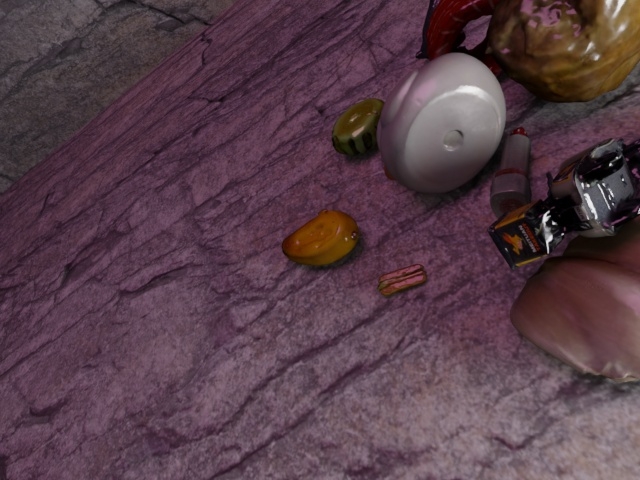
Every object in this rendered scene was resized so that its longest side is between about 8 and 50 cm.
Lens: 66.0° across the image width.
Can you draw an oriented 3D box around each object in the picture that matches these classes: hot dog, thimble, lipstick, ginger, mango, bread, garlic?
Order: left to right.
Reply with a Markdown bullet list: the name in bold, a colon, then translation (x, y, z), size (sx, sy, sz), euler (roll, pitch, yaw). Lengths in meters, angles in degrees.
- **mango**: translation (0.000, 0.000, 0.915), size (0.188, 0.066, 0.101), euler (-16, 54, 35)
- **bread**: translation (0.087, -0.238, 1.050), size (0.130, 0.071, 0.139), euler (-6, 49, 32)
- **hot dog**: translation (0.129, 0.064, 0.784), size (0.083, 0.021, 0.037), euler (-19, 65, 22)
- **thimble**: translation (0.291, -0.390, 0.939), size (0.189, 0.163, 0.125), euler (-51, 26, 39)
- **lipstick**: translation (0.305, -0.118, 0.780), size (0.057, 0.063, 0.186), euler (-7, 44, 34)
- **ginger**: translation (0.403, -0.350, 0.760), size (0.200, 0.223, 0.269), euler (43, 125, 41)
- **garlic**: translation (0.350, 0.059, 0.543), size (0.217, 0.110, 0.228), euler (-45, 39, -9)

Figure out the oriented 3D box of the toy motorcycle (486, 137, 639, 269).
- **toy motorcycle**: translation (0.334, -0.064, 0.621), size (0.263, 0.090, 0.157), euler (-31, 0, -41)

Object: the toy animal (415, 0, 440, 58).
- **toy animal**: translation (0.275, -0.501, 1.103), size (0.121, 0.117, 0.210), euler (7, 57, 35)

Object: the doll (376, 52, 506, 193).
- **doll**: translation (0.189, -0.200, 0.851), size (0.251, 0.221, 0.221), euler (-63, 31, 28)
